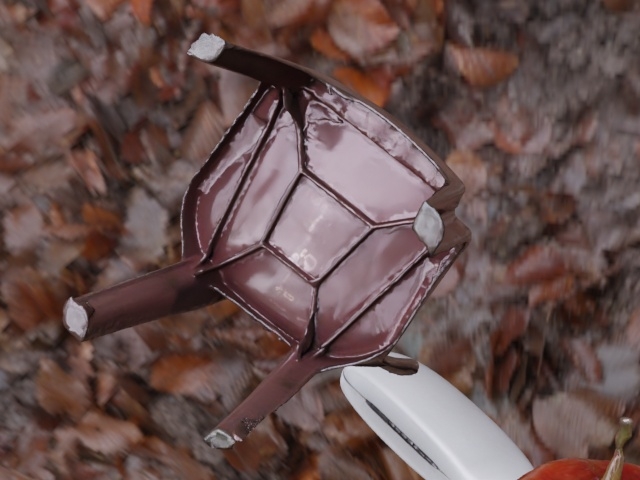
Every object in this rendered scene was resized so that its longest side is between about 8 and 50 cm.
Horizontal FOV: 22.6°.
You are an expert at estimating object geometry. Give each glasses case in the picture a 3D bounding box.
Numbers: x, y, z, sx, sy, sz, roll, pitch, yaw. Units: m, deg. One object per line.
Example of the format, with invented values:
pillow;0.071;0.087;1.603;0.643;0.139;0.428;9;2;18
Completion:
glasses case;0.107;0.174;1.474;0.233;0.092;0.059;39;119;42

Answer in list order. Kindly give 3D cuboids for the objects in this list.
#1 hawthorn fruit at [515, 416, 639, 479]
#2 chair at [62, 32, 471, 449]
hawthorn fruit;0.213;0.257;1.234;0.241;0.242;0.272;2;114;8
chair;0.000;0.000;0.978;0.175;0.326;0.183;39;104;9
